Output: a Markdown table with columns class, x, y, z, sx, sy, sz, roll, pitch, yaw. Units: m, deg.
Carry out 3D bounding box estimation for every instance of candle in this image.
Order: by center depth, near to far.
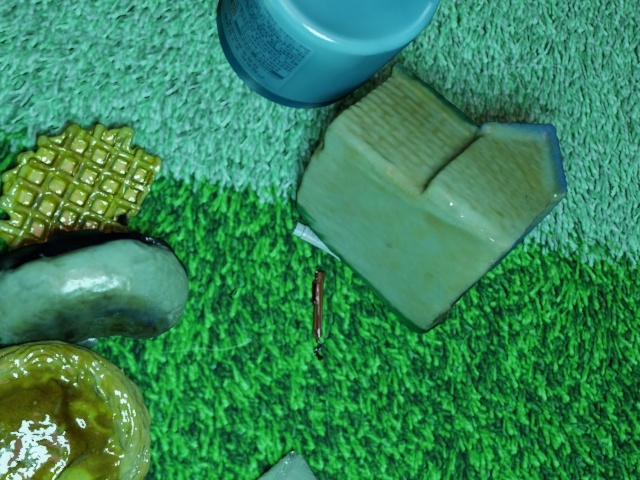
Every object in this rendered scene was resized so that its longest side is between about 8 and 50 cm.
| class | x | y | z | sx | sy | sz | roll | pitch | yaw |
| --- | --- | --- | --- | --- | --- | --- | --- | --- | --- |
| candle | -0.005 | 0.141 | 1.602 | 0.026 | 0.021 | 0.167 | 7 | 80 | -37 |

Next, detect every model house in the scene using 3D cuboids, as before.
| class | x | y | z | sx | sy | sz | roll | pitch | yaw |
| --- | --- | --- | --- | --- | --- | --- | --- | --- | --- |
| model house | 0.206 | -0.105 | 1.566 | 0.382 | 0.334 | 0.343 | 42 | 53 | 7 |

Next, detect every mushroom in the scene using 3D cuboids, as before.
| class | x | y | z | sx | sy | sz | roll | pitch | yaw |
| --- | --- | --- | --- | --- | --- | --- | --- | --- | --- |
| mushroom | -0.380 | 0.105 | 1.394 | 0.345 | 0.130 | 0.247 | 2 | 122 | -21 |

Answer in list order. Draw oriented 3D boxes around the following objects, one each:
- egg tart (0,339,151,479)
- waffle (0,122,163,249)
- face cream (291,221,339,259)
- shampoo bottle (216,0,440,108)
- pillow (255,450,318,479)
| class | x | y | z | sx | sy | sz | roll | pitch | yaw |
| --- | --- | --- | --- | --- | --- | --- | --- | --- | --- |
| egg tart | -0.447 | 0.328 | 1.370 | 0.352 | 0.150 | 0.351 | -1 | 92 | -18 |
| waffle | -0.410 | -0.058 | 1.478 | 0.310 | 0.065 | 0.283 | -21 | 91 | -16 |
| face cream | 0.000 | 0.000 | 1.620 | 0.115 | 0.020 | 0.038 | 28 | 67 | -15 |
| shampoo bottle | 0.007 | -0.433 | 1.503 | 0.331 | 0.343 | 0.330 | 2 | 83 | -16 |
| pillow | -0.070 | 0.561 | 1.507 | 0.274 | 0.076 | 0.280 | -35 | 94 | -16 |
